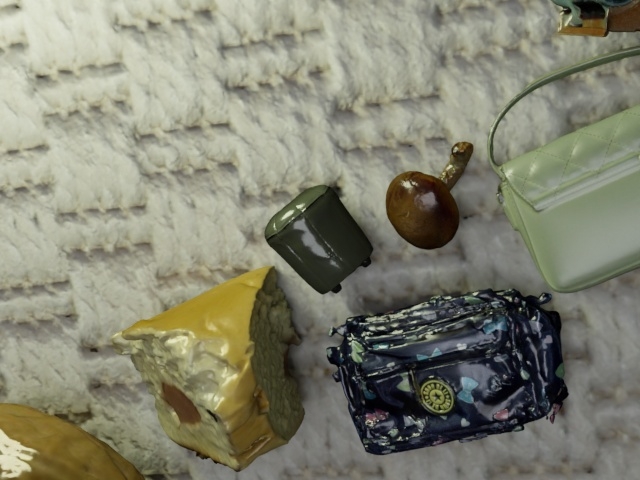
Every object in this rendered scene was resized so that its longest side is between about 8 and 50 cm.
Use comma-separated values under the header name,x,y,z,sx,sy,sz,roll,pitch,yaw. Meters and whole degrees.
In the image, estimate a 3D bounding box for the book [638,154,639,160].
name,x,y,z,sx,sy,sz,roll,pitch,yaw
book,0.521,-0.069,0.844,0.379,0.031,0.264,35,91,1

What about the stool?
name,x,y,z,sx,sy,sz,roll,pitch,yaw
stool,0.000,0.000,1.024,0.096,0.096,0.110,-40,92,19

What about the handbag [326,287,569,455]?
name,x,y,z,sx,sy,sz,roll,pitch,yaw
handbag,0.134,0.139,1.003,0.260,0.113,0.162,-14,90,25

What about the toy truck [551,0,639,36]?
name,x,y,z,sx,sy,sz,roll,pitch,yaw
toy truck,0.325,-0.355,0.846,0.184,0.133,0.338,3,103,-7

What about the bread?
name,x,y,z,sx,sy,sz,roll,pitch,yaw
bread,-0.135,0.164,1.030,0.224,0.211,0.183,-20,101,13

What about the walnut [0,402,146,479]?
name,x,y,z,sx,sy,sz,roll,pitch,yaw
walnut,-0.349,0.365,1.092,0.344,0.306,0.306,25,106,17

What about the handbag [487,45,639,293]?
name,x,y,z,sx,sy,sz,roll,pitch,yaw
handbag,0.302,-0.081,0.935,0.256,0.079,0.219,-24,86,18

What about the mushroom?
name,x,y,z,sx,sy,sz,roll,pitch,yaw
mushroom,0.118,-0.053,0.991,0.088,0.073,0.129,36,108,34
